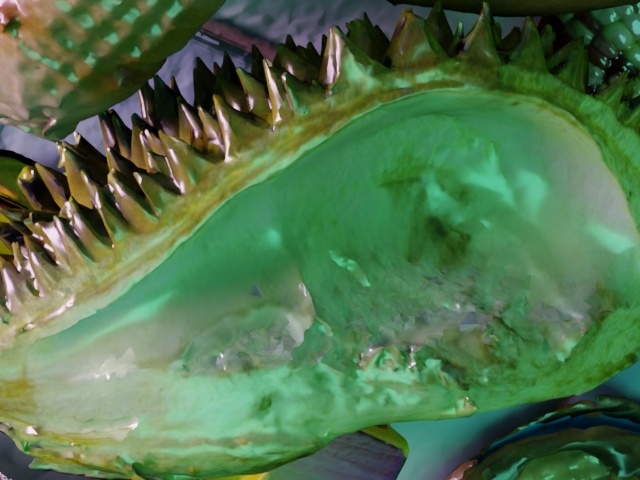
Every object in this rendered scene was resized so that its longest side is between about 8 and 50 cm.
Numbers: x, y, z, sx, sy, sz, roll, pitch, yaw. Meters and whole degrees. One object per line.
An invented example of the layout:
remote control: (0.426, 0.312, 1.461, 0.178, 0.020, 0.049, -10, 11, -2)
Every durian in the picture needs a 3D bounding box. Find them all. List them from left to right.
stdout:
durian: (-0.004, -0.001, 0.819, 0.394, 0.163, 0.198, -17, 100, -16)

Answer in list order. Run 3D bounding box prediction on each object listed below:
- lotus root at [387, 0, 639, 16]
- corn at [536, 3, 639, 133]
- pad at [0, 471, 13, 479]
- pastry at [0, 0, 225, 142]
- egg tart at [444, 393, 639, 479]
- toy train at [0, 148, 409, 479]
lotus root: (0.092, -0.180, 0.801, 0.180, 0.199, 0.188, -28, 113, 0)
corn: (0.124, -0.046, 0.943, 0.086, 0.086, 0.253, 21, 112, -23)
pad: (-0.251, 0.255, 0.931, 0.250, 0.055, 0.323, 29, 93, 17)
pastry: (-0.103, -0.149, 0.782, 0.093, 0.182, 0.192, 33, 116, -29)
egg tart: (0.179, 0.235, 1.088, 0.291, 0.107, 0.291, -6, 118, -12)
toy train: (-0.094, 0.056, 0.899, 0.296, 0.160, 0.100, 25, 111, -23)
